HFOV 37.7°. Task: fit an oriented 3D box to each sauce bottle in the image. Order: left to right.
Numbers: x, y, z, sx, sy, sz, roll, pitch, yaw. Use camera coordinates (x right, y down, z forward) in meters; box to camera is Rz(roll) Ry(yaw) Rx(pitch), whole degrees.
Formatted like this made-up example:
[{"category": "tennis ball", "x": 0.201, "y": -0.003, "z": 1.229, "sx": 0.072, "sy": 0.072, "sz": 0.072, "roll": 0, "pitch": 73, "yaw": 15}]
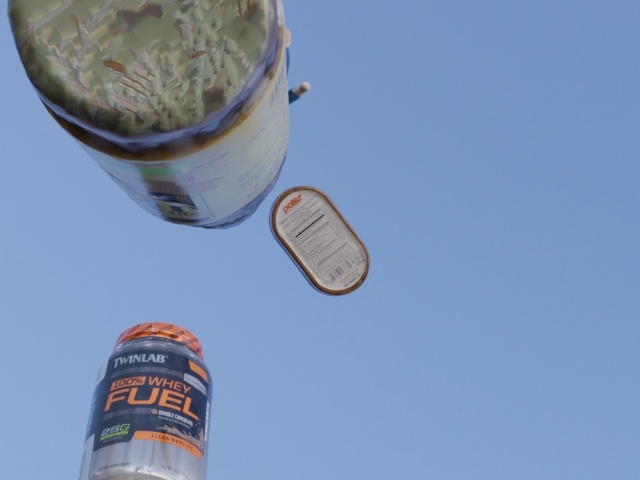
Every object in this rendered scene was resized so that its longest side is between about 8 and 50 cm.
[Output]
[{"category": "sauce bottle", "x": -0.070, "y": -0.065, "z": 0.519, "sx": 0.111, "sy": 0.344, "sz": 0.112, "roll": 0, "pitch": -100, "yaw": 0}]

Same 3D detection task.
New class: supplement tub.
[{"category": "supplement tub", "x": -0.289, "y": 0.316, "z": 1.587, "sx": 0.207, "sy": 0.338, "sz": 0.207, "roll": -2, "pitch": -46, "yaw": -2}]

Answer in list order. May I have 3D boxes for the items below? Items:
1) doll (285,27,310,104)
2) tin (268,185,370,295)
[{"category": "doll", "x": -0.077, "y": -0.213, "z": 1.310, "sx": 0.129, "sy": 0.046, "sz": 0.189, "roll": -9, "pitch": -32, "yaw": -16}, {"category": "tin", "x": 0.000, "y": 0.000, "z": 1.448, "sx": 0.106, "sy": 0.040, "sz": 0.190, "roll": -39, "pitch": -86, "yaw": -11}]
